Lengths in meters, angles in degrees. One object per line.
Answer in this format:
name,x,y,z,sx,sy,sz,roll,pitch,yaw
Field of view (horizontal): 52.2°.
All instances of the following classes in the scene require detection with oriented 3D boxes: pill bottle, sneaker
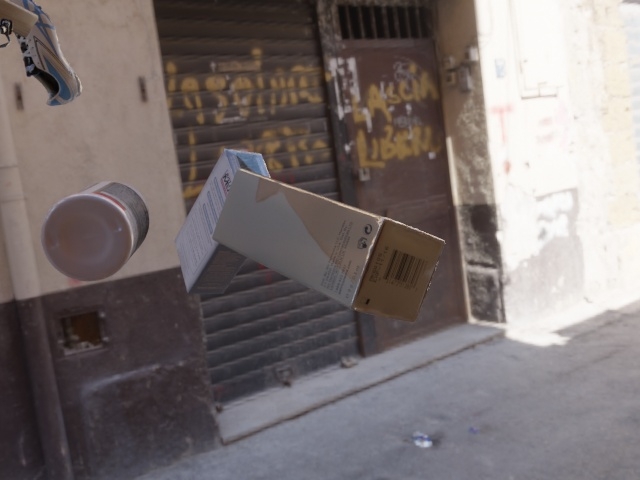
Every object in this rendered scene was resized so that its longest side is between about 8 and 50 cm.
pill bottle,-0.426,-0.030,1.284,0.161,0.161,0.283,-8,12,-4
sneaker,-0.565,-0.382,1.300,0.085,0.237,0.086,-6,29,41

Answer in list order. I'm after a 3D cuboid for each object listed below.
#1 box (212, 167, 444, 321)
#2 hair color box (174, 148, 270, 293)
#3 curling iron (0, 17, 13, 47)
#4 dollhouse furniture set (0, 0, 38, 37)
box,0.000,0.000,0.930,0.311,0.121,0.148,23,4,43
hair color box,-0.251,-0.039,1.697,0.113,0.185,0.374,2,-38,-34
curling iron,-0.490,-0.326,0.883,0.068,0.035,0.274,-11,44,-43
dollhouse furniture set,-0.489,-0.477,1.025,0.161,0.242,0.212,38,9,14
